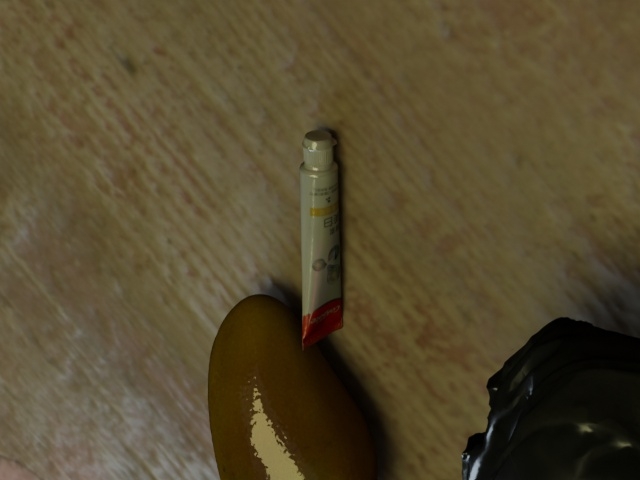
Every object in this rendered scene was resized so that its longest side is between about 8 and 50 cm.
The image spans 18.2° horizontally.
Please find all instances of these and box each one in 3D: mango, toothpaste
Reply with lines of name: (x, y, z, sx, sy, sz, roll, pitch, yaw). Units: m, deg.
mango: (-0.025, 0.166, 1.705, 0.138, 0.113, 0.253, -6, 103, 25)
toothpaste: (0.000, 0.000, 1.628, 0.031, 0.048, 0.190, 23, 127, 37)

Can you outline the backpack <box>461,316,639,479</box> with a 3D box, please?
backpack: (0.295, 0.238, 1.425, 0.446, 0.255, 0.363, 32, 127, 12)
